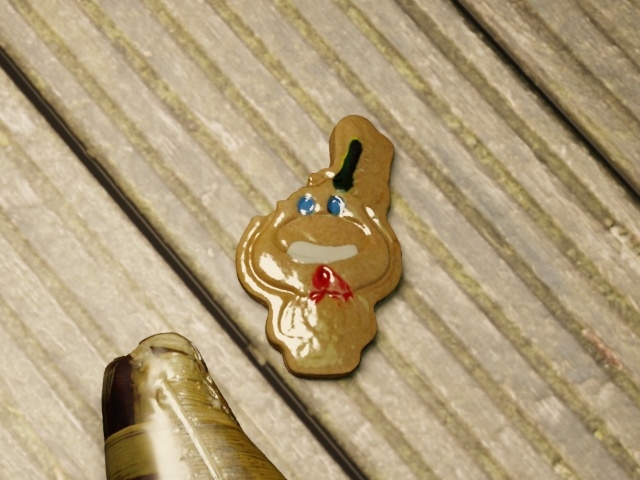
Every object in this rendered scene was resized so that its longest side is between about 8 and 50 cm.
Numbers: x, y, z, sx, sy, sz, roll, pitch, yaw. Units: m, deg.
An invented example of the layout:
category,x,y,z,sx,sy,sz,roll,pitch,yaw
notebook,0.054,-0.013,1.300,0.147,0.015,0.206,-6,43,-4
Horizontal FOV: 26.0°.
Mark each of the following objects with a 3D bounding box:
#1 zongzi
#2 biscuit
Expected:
category,x,y,z,sx,sy,sz,roll,pitch,yaw
zongzi,-0.078,0.239,1.435,0.288,0.134,0.286,1,65,-24
biscuit,0.010,0.000,1.574,0.183,0.047,0.320,26,66,-3
